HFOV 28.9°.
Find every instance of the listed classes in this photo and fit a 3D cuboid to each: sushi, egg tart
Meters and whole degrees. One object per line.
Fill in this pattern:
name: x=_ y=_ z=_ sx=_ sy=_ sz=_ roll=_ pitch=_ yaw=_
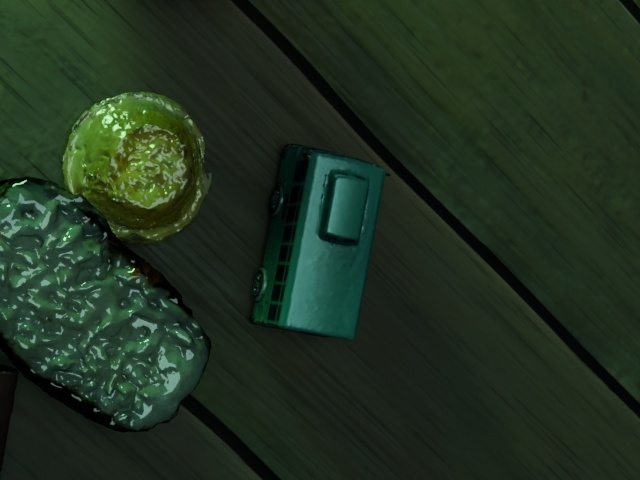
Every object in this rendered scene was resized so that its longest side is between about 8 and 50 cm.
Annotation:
sushi: x=-0.193 y=0.049 z=0.949 sx=0.225 sy=0.127 sz=0.124 roll=45 pitch=74 yaw=-24
egg tart: x=-0.147 y=-0.059 z=1.010 sx=0.128 sy=0.049 sz=0.129 roll=0 pitch=90 yaw=-20

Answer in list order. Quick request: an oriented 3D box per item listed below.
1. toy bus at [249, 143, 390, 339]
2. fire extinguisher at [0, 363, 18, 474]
toy bus: x=0.000 y=0.000 z=1.046 sx=0.079 sy=0.092 sz=0.160 roll=12 pitch=86 yaw=-23
fire extinguisher: x=-0.273 y=0.207 z=0.952 sx=0.099 sy=0.071 sz=0.231 roll=9 pitch=88 yaw=-40
